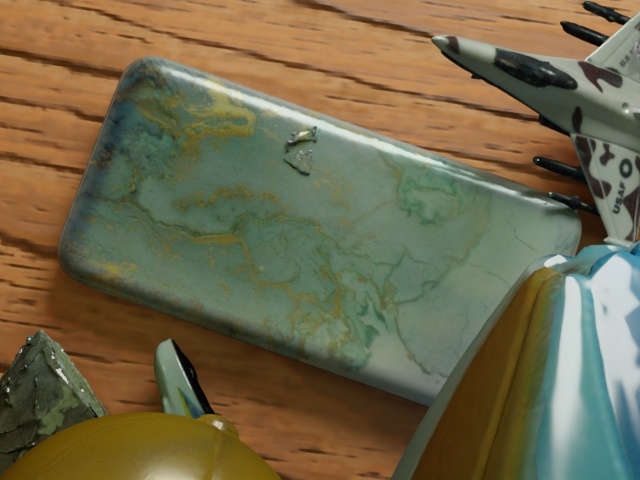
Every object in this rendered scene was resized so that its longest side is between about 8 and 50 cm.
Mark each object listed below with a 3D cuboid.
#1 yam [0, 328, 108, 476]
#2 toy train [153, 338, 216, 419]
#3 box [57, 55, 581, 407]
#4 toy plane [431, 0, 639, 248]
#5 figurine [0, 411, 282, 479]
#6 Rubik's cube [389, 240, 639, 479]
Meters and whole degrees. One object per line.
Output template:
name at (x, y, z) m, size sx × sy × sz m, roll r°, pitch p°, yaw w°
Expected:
yam at (-0.172, 0.150, 0.796) m, size 0.107 × 0.107 × 0.183 m, roll 39°, pitch 83°, yaw 4°
toy train at (-0.050, 0.168, 0.824) m, size 0.051 × 0.052 × 0.234 m, roll -27°, pitch 83°, yaw -2°
box at (0.000, 0.000, 0.861) m, size 0.285 × 0.044 × 0.142 m, roll 19°, pitch 84°, yaw 1°
toy plane at (0.159, -0.078, 0.858) m, size 0.234 × 0.082 × 0.160 m, roll 15°, pitch 82°, yaw -15°
figurine at (-0.085, 0.206, 0.688) m, size 0.192 × 0.167 × 0.256 m, roll 12°, pitch 103°, yaw 28°
Rubik's cube at (0.177, 0.250, 0.621) m, size 0.352 × 0.347 × 0.352 m, roll 16°, pitch 53°, yaw -5°
